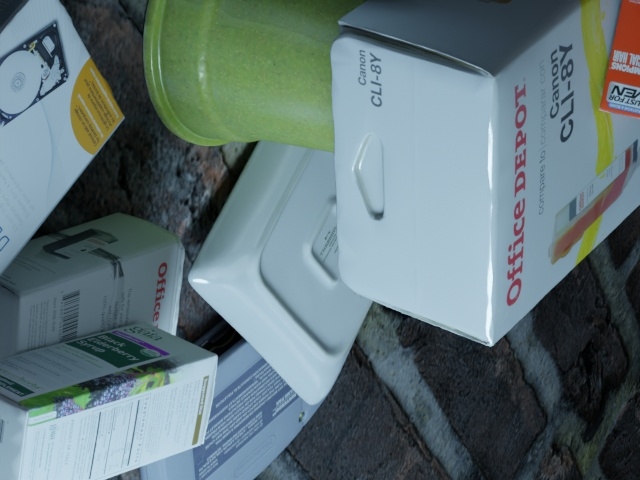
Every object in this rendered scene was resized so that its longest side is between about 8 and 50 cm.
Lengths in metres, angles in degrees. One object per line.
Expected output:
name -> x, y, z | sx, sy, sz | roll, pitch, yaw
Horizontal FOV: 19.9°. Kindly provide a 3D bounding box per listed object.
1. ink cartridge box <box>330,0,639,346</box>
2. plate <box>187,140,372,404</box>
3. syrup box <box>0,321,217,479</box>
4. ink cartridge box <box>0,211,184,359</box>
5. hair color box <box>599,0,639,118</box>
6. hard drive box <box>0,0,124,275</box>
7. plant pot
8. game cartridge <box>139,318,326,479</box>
ink cartridge box -> 0.188, -0.128, 1.617 | 0.385, 0.160, 0.279 | -39, 138, -40
plate -> 0.000, 0.000, 1.946 | 0.278, 0.045, 0.277 | 50, 58, -45
syrup box -> -0.201, 0.144, 1.558 | 0.237, 0.093, 0.096 | -14, 120, -52
ink cartridge box -> -0.230, 0.079, 1.653 | 0.218, 0.092, 0.158 | -19, 125, -50
hair color box -> 0.292, -0.186, 1.540 | 0.093, 0.053, 0.167 | -4, 107, -56
hard drive box -> -0.284, -0.082, 1.469 | 0.232, 0.089, 0.181 | -55, 147, -21
plant pot -> 0.018, -0.187, 1.721 | 0.276, 0.254, 0.276 | -37, 137, -43
game cartridge -> -0.091, 0.176, 1.976 | 0.294, 0.060, 0.196 | -38, 135, -41
